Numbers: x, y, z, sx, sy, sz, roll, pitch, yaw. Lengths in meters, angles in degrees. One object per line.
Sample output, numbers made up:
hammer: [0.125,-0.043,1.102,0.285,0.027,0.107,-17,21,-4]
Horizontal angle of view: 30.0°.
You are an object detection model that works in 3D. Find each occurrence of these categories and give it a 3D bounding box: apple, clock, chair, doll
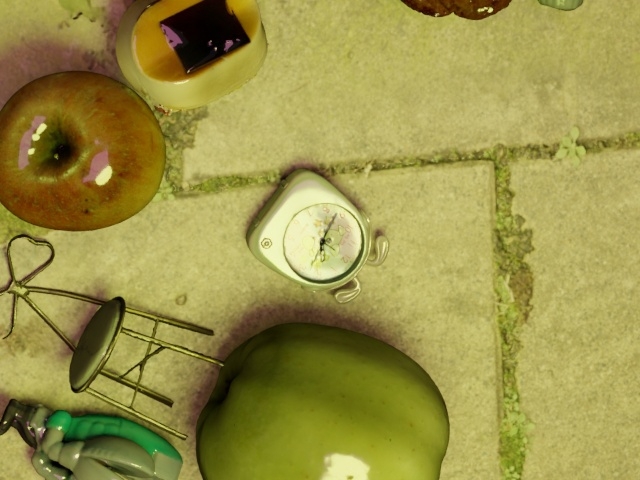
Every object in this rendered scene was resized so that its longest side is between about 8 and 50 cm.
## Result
apple: [-0.322,-0.114,1.604,0.237,0.207,0.236,0,89,5]
clock: [0.000,0.000,1.742,0.191,0.062,0.151,37,92,-16]
apple: [0.000,0.287,1.659,0.357,0.357,0.357,-2,102,-10]
chair: [-0.312,0.141,1.671,0.326,0.170,0.159,28,97,-21]
doll: [-0.335,0.323,1.721,0.258,0.195,0.153,10,64,13]

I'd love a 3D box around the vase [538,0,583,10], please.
vase: [0.348,-0.452,1.685,0.128,0.128,0.248,-2,112,-10]

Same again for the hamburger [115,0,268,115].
hamburger: [-0.173,-0.269,1.620,0.210,0.116,0.173,-36,96,-17]

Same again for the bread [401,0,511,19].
bread: [0.187,-0.426,1.630,0.247,0.135,0.232,36,116,-14]
